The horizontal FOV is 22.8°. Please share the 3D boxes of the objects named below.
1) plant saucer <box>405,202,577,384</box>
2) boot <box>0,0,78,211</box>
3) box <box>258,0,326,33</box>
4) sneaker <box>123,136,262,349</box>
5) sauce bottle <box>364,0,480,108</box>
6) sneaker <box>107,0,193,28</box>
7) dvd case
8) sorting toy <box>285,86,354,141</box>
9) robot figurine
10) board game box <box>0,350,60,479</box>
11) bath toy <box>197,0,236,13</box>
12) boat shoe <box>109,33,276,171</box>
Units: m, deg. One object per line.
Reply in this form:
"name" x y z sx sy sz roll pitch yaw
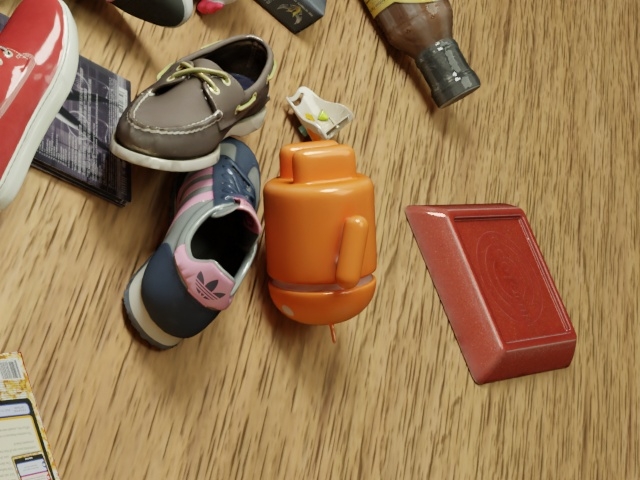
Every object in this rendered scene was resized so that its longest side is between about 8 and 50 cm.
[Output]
"plant saucer" 0.247 0.058 2.161 0.259 0.048 0.258 -2 67 -53
"boot" -0.324 -0.169 1.492 0.176 0.088 0.244 50 47 -46
"box" -0.081 -0.409 2.084 0.233 0.059 0.183 38 39 -29
"sneaker" -0.100 -0.019 1.699 0.112 0.131 0.319 42 37 -22
"sauce bottle" 0.118 -0.352 2.250 0.111 0.111 0.344 -27 87 -56
"sneaker" -0.276 -0.304 1.725 0.296 0.104 0.147 39 40 -18
"dvd case" -0.287 -0.143 1.657 0.221 0.018 0.164 27 47 -40
"sorting toy" -0.010 -0.160 2.005 0.075 0.045 0.083 50 35 0
"robot figurine" 0.000 0.000 1.778 0.128 0.158 0.219 -23 114 -57
"board game box" -0.296 0.195 1.363 0.147 0.045 0.193 0 65 -52
"bath toy" -0.194 -0.388 1.870 0.348 0.129 0.151 33 5 -40
"boat shoe" -0.132 -0.154 1.730 0.117 0.096 0.324 23 22 12
